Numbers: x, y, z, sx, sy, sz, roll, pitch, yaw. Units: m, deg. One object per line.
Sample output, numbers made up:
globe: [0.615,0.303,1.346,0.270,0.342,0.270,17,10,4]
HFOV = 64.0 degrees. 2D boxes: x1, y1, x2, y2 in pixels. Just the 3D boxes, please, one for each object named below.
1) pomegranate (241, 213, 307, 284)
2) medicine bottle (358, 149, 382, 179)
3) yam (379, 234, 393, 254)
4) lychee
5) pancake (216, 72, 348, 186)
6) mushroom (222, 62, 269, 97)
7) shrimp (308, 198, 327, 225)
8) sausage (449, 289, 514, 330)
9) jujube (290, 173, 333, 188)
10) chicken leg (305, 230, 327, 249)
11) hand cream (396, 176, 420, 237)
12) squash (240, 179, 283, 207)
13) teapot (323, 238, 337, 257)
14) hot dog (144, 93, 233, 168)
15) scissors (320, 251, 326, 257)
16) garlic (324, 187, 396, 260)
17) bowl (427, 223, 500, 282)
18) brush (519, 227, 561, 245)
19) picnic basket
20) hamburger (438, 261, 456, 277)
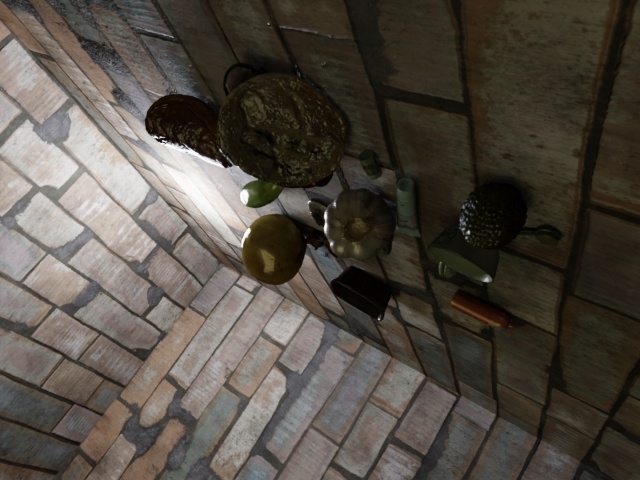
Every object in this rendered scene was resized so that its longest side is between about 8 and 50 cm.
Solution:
pomegranate: [-0.225,0.038,2.408,0.332,0.333,0.333,32,162,12]
medicine bottle: [0.147,-0.221,1.504,0.047,0.047,0.083,19,155,41]
yam: [0.154,-0.025,1.914,0.259,0.093,0.093,22,158,34]
lychee: [0.414,-0.056,1.247,0.171,0.171,0.171,32,162,12]
pancake: [-0.110,-0.309,1.481,0.386,0.082,0.387,4,136,4]
mushroom: [-0.199,-0.438,1.481,0.188,0.141,0.117,45,-166,-39]
shrimp: [0.020,-0.092,2.085,0.147,0.035,0.195,24,157,25]
sausage: [0.593,0.263,1.871,0.234,0.071,0.071,27,160,27]
jujube: [-0.075,-0.238,1.682,0.236,0.168,0.168,22,158,24]
chicken leg: [0.000,0.000,2.320,0.106,0.051,0.253,36,162,-22]
hand cream: [0.271,-0.094,1.599,0.085,0.058,0.331,11,160,16]
squash: [-0.234,-0.203,2.133,0.118,0.118,0.370,43,158,-21]
teapot: [0.076,0.002,2.118,0.116,0.116,0.173,41,135,-16]
hot dog: [-0.472,-0.414,1.954,0.387,0.174,0.267,23,162,10]
scissors: [0.019,0.065,2.514,0.036,0.006,0.083,36,162,5]
garlic: [0.129,-0.067,1.741,0.245,0.245,0.253,37,-162,-4]
bowl: [0.425,0.025,1.476,0.211,0.112,0.211,29,174,3]
brush: [0.515,-0.018,1.375,0.062,0.027,0.266,35,165,-31]
picnic basket: [0.199,0.237,2.422,0.296,0.129,0.223,29,159,17]
hamburger: [0.423,0.080,1.698,0.054,0.084,0.121,28,159,27]
